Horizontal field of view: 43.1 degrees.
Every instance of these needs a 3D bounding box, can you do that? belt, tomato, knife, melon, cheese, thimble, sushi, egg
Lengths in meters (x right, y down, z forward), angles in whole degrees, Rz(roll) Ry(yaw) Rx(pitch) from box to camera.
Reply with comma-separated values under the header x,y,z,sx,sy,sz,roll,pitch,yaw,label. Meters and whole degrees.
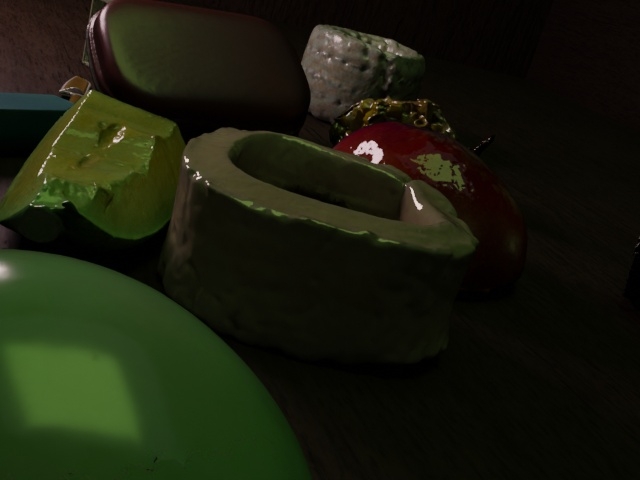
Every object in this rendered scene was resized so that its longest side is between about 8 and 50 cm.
x,y,z,sx,sy,sz,roll,pitch,yaw,label
0.511,0.031,1.203,0.078,0.151,0.198,22,11,26,belt
0.151,-0.069,1.148,0.289,0.176,0.335,3,23,-38,tomato
-0.427,-0.256,1.400,0.046,0.022,0.256,7,22,-13,knife
-0.257,-0.059,0.884,0.196,0.124,0.323,14,27,-2,melon
0.001,-0.003,0.886,0.332,0.153,0.292,20,21,6,cheese
0.095,-0.364,1.835,0.291,0.195,0.291,14,19,-5,thimble
0.154,-0.181,1.480,0.296,0.167,0.179,32,2,20,sushi
-0.128,0.121,0.372,0.269,0.220,0.220,27,22,6,egg

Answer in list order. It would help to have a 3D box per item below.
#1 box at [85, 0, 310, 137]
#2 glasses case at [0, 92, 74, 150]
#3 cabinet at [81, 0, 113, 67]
x,y,z,sx,sy,sz,roll,pitch,yaw,label
-0.206,-0.292,1.411,0.404,0.108,0.263,0,61,-35,box
-0.459,-0.156,1.062,0.117,0.070,0.301,25,23,38,glasses case
-0.354,-0.405,1.665,0.206,0.145,0.150,-7,31,-46,cabinet
